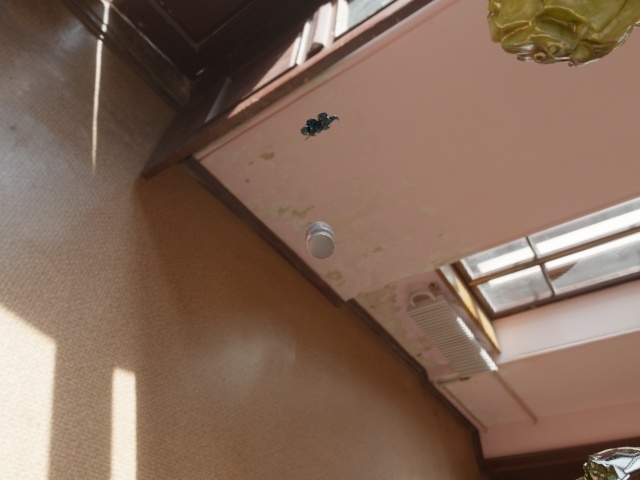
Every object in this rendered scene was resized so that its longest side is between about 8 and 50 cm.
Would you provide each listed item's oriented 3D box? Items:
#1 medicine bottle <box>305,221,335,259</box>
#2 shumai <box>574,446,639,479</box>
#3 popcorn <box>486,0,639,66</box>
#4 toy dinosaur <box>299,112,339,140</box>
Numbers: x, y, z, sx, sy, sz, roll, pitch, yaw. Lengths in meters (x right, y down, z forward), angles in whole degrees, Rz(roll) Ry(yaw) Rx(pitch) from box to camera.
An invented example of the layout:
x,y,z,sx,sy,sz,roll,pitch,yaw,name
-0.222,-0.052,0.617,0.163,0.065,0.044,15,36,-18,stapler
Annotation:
x,y,z,sx,sy,sz,roll,pitch,yaw,name
0.000,0.000,0.754,0.052,0.052,0.089,60,5,-14,medicine bottle
0.481,0.442,0.690,0.260,0.225,0.221,83,25,-72,shumai
0.431,-0.418,0.725,0.293,0.293,0.236,-23,121,-64,popcorn
-0.003,-0.235,0.881,0.030,0.083,0.047,65,9,-1,toy dinosaur
